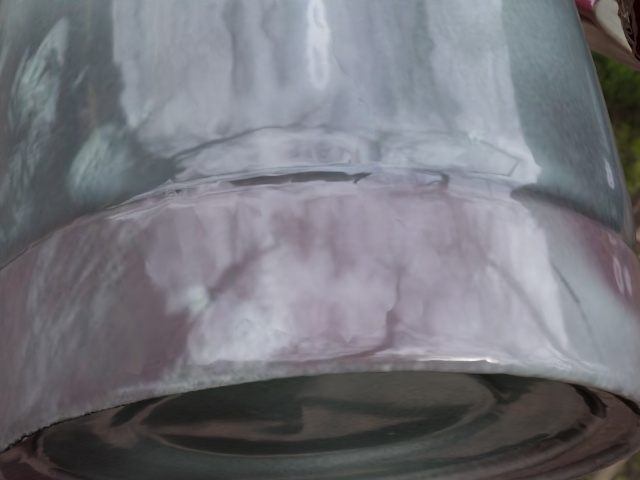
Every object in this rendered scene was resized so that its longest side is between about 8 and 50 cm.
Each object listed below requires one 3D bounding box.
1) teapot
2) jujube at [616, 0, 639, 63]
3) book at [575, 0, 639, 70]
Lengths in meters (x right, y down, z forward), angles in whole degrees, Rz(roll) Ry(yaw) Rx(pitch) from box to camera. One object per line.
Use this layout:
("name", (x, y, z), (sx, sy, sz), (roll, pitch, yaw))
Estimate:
("teapot", (-0.030, -0.049, 0.546), (0.233, 0.315, 0.312), (9, 65, -28))
("jujube", (0.244, -0.082, 0.486), (0.290, 0.197, 0.197), (28, 19, 24))
("book", (0.071, -0.154, 0.745), (0.232, 0.022, 0.162), (30, 8, 25))
